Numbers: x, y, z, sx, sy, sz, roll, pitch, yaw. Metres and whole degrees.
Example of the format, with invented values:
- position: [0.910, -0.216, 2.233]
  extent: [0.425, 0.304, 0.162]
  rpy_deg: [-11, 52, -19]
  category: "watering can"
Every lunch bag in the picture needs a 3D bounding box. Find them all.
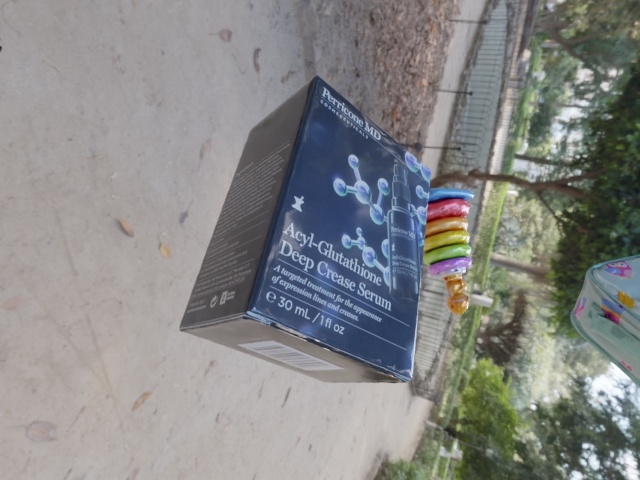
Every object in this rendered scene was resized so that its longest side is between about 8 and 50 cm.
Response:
- position: [0.476, 0.126, 0.525]
  extent: [0.279, 0.224, 0.108]
  rpy_deg: [-118, -162, -55]
  category: "lunch bag"

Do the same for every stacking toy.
- position: [0.307, 0.031, 1.032]
  extent: [0.165, 0.175, 0.302]
  rpy_deg: [0, 71, -35]
  category: "stacking toy"

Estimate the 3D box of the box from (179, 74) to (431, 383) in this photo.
- position: [0.000, 0.000, 0.701]
  extent: [0.293, 0.212, 0.396]
  rpy_deg: [29, 58, -30]
  category: "box"

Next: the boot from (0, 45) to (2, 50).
- position: [-0.454, -0.262, 0.423]
  extent: [0.229, 0.091, 0.263]
  rpy_deg: [23, 88, -48]
  category: "boot"
